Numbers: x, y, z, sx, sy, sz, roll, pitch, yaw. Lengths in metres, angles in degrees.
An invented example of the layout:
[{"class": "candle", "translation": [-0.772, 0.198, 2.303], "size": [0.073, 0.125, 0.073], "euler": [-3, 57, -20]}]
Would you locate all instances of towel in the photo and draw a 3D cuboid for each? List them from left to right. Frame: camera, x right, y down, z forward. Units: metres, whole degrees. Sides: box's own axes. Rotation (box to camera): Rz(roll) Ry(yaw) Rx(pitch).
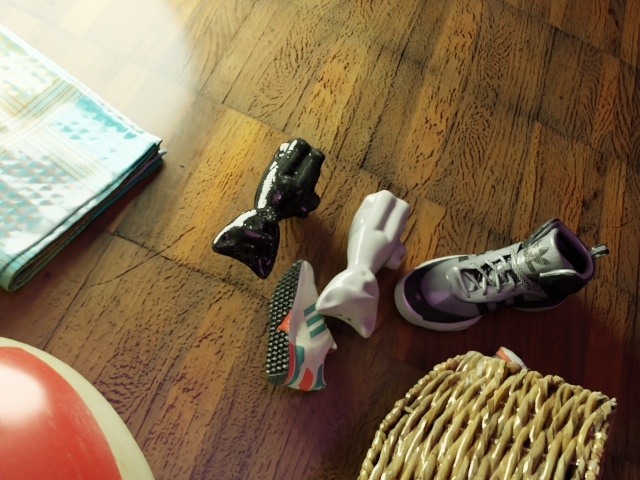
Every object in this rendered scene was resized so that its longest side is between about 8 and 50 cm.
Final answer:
[{"class": "towel", "translation": [-0.414, -0.138, 0.748], "size": [0.370, 0.040, 0.271], "euler": [37, 59, 3]}]

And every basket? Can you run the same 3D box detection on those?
[{"class": "basket", "translation": [0.155, 0.296, 0.642], "size": [0.213, 0.223, 0.299], "euler": [14, 40, 28]}]

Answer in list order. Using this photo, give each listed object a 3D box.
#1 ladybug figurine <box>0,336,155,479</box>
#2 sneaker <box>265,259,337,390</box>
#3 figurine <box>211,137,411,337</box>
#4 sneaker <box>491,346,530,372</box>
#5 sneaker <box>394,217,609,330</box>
[{"class": "ladybug figurine", "translation": [-0.279, 0.242, 0.458], "size": [0.305, 0.162, 0.449], "euler": [-43, 62, -11]}, {"class": "sneaker", "translation": [-0.017, 0.104, 0.751], "size": [0.075, 0.057, 0.161], "euler": [25, 52, -29]}, {"class": "figurine", "translation": [0.000, 0.000, 0.745], "size": [0.215, 0.092, 0.209], "euler": [31, 40, -2]}, {"class": "sneaker", "translation": [0.257, 0.213, 0.785], "size": [0.065, 0.061, 0.158], "euler": [-36, 77, -2]}, {"class": "sneaker", "translation": [0.234, 0.039, 0.798], "size": [0.268, 0.153, 0.101], "euler": [-5, 66, -20]}]
